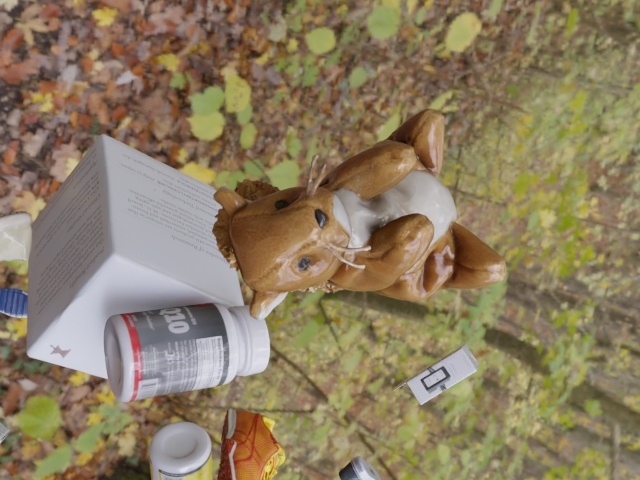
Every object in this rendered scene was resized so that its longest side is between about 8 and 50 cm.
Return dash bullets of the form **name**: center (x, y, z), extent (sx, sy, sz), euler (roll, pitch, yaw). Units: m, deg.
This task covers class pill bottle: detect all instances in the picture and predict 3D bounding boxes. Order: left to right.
- **pill bottle**: center (-0.236, 0.404, 1.343), extent (0.103, 0.103, 0.184), euler (-43, 148, -44)
- **pill bottle**: center (-0.252, 0.204, 1.492), extent (0.283, 0.161, 0.161), euler (-5, 113, -29)

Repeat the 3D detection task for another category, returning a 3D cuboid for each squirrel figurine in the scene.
- **squirrel figurine**: center (0.000, 0.000, 1.173), extent (0.370, 0.397, 0.281), euler (-18, 90, -41)

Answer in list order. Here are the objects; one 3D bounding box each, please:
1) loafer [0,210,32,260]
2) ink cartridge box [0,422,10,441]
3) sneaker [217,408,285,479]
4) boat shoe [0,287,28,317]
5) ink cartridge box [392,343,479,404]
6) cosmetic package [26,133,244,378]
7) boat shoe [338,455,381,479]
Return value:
- **loafer**: center (-0.583, 0.027, 1.247), extent (0.268, 0.102, 0.092), euler (-20, 96, -27)
- **ink cartridge box**: center (-0.755, 0.431, 1.632), extent (0.175, 0.127, 0.072), euler (-49, -174, -1)
- **sneaker**: center (-0.067, 0.216, 0.775), extent (0.175, 0.067, 0.064), euler (-96, -163, -72)
- **boat shoe**: center (-0.706, 0.156, 1.910), extent (0.183, 0.066, 0.066), euler (14, 85, -23)
- **ink cartridge box**: center (0.118, 0.140, 0.800), extent (0.083, 0.028, 0.048), euler (-34, 170, 11)
- **cosmetic package**: center (-0.416, 0.055, 1.722), extent (0.327, 0.394, 0.329), euler (27, 120, -37)
- **boat shoe**: center (0.065, 0.363, 1.189), extent (0.040, 0.049, 0.142), euler (-31, 141, 2)
